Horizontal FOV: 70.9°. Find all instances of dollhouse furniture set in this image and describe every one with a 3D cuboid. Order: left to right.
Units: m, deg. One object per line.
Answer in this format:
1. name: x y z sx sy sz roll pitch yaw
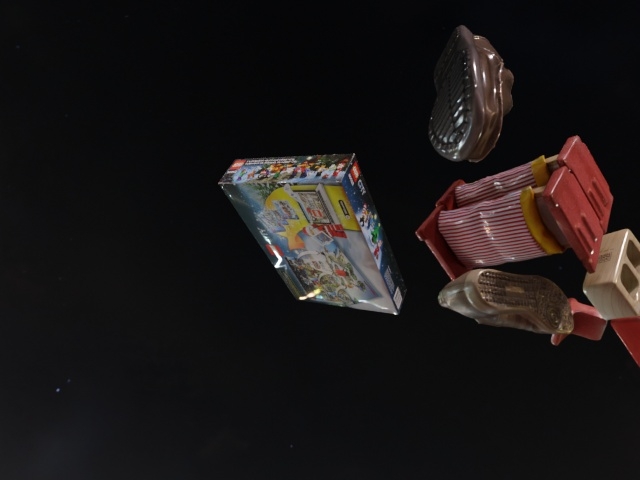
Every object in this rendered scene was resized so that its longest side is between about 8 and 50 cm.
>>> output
1. dollhouse furniture set: 0.342 0.062 0.647 0.374 0.152 0.201 51 -36 -13

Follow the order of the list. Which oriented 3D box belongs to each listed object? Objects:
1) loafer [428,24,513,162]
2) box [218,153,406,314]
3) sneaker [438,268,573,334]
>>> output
1. loafer: 0.269 -0.251 0.745 0.130 0.366 0.134 20 -43 -4
2. box: 0.000 0.000 0.552 0.159 0.044 0.233 4 -39 31
3. sneaker: 0.228 0.075 0.549 0.188 0.066 0.071 20 -25 -26
